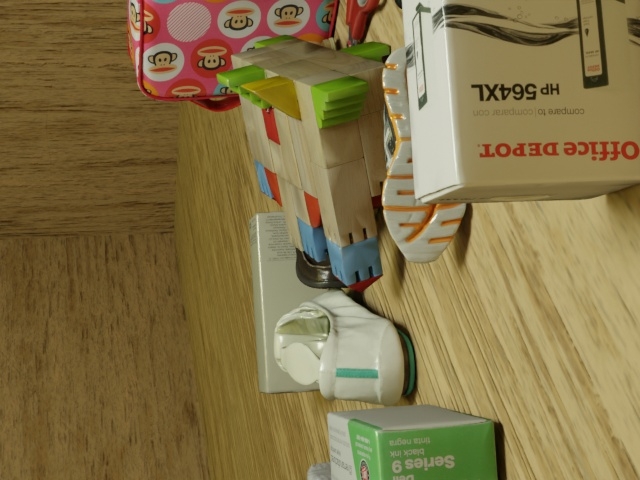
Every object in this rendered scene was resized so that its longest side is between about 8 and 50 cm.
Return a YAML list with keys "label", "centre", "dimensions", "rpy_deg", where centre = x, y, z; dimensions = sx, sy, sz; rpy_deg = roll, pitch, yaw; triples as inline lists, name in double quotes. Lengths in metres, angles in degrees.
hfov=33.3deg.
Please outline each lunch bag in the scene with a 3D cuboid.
- label: "lunch bag"
  centre: [-0.128, -0.300, 1.532]
  dimensions: [0.120, 0.293, 0.258]
  rpy_deg: [-112, 24, -44]

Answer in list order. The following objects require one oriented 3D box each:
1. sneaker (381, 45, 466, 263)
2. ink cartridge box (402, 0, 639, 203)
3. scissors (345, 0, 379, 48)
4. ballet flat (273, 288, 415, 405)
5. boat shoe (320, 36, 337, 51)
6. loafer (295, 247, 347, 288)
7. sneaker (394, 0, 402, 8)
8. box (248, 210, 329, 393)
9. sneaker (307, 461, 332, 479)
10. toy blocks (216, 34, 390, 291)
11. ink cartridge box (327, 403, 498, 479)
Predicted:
- label: "sneaker"
  centre: [0.102, -0.083, 1.076]
  dimensions: [0.083, 0.084, 0.215]
  rpy_deg: [86, -176, -84]
- label: "ink cartridge box"
  centre: [0.139, -0.131, 0.729]
  dimensions: [0.086, 0.148, 0.203]
  rpy_deg: [160, 106, -74]
- label: "scissors"
  centre: [0.043, -0.274, 1.390]
  dimensions: [0.297, 0.021, 0.109]
  rpy_deg: [101, 156, -58]
- label: "ballet flat"
  centre: [0.005, 0.136, 1.393]
  dimensions: [0.400, 0.139, 0.139]
  rpy_deg: [-170, 78, -77]
- label: "boat shoe"
  centre: [-0.003, -0.232, 1.543]
  dimensions: [0.135, 0.045, 0.050]
  rpy_deg: [100, 162, -44]
- label: "loafer"
  centre: [0.000, 0.000, 1.492]
  dimensions: [0.220, 0.080, 0.078]
  rpy_deg: [-119, 29, -63]
- label: "sneaker"
  centre: [0.083, -0.277, 0.975]
  dimensions: [0.343, 0.134, 0.146]
  rpy_deg: [-118, 28, -61]
- label: "box"
  centre: [-0.045, 0.095, 1.643]
  dimensions: [0.094, 0.113, 0.275]
  rpy_deg: [154, 114, -76]
- label: "sneaker"
  centre: [0.045, 0.373, 1.316]
  dimensions: [0.268, 0.101, 0.153]
  rpy_deg: [-153, 64, -72]
- label: "toy blocks"
  centre: [0.001, -0.099, 1.329]
  dimensions: [0.381, 0.190, 0.261]
  rpy_deg: [-143, 39, -62]
- label: "ink cartridge box"
  centre: [0.094, 0.317, 1.059]
  dimensions: [0.211, 0.121, 0.289]
  rpy_deg: [158, 109, -77]
